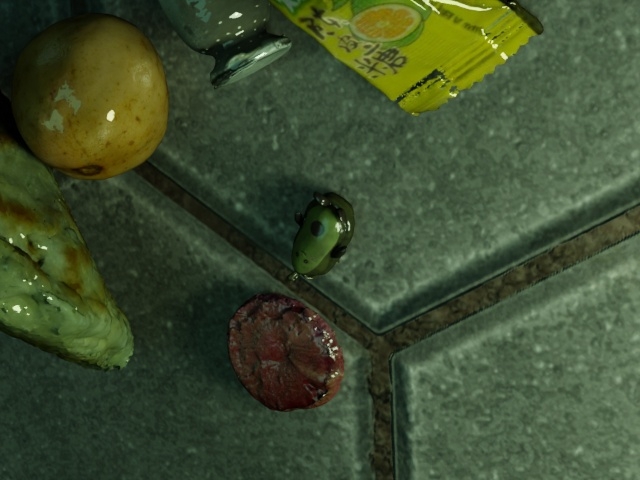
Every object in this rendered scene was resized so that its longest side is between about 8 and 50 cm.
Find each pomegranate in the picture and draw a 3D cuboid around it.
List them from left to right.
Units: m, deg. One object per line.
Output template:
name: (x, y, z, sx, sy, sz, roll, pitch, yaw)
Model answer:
pomegranate: (-0.256, -0.166, 1.729, 0.196, 0.196, 0.196, 12, 112, 30)

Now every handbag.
handbag: (0.000, 0.000, 1.700, 0.072, 0.047, 0.111, 38, 121, 18)

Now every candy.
candy: (0.053, -0.241, 1.498, 0.297, 0.081, 0.187, 37, 131, -22)

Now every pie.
pie: (-0.363, -0.022, 1.760, 0.180, 0.395, 0.418, -39, 86, 1)
pie: (-0.042, 0.129, 1.780, 0.154, 0.036, 0.154, 12, 112, 30)

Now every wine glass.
wine glass: (-0.117, -0.266, 1.643, 0.111, 0.111, 0.204, -31, 88, 37)
